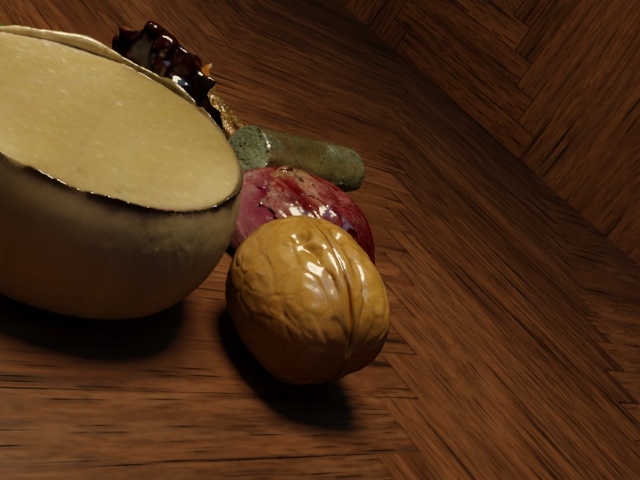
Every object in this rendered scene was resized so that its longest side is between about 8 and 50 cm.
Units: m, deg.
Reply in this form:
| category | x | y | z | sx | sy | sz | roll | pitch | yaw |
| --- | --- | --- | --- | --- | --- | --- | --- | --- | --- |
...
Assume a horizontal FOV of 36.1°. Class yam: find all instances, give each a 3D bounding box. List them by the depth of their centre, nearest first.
| category | x | y | z | sx | sy | sz | roll | pitch | yaw |
| --- | --- | --- | --- | --- | --- | --- | --- | --- | --- |
| yam | -0.039 | -0.113 | 1.491 | 0.106 | 0.106 | 0.259 | 46 | 21 | 29 |

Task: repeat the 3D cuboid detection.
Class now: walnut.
| category | x | y | z | sx | sy | sz | roll | pitch | yaw |
| --- | --- | --- | --- | --- | --- | --- | --- | --- | --- |
| walnut | -0.016 | 0.060 | 1.040 | 0.165 | 0.165 | 0.197 | 20 | 32 | -36 |

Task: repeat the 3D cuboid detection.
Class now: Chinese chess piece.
| category | x | y | z | sx | sy | sz | roll | pitch | yaw |
| --- | --- | --- | --- | --- | --- | --- | --- | --- | --- |
| Chinese chess piece | -0.239 | -0.072 | 0.953 | 0.338 | 0.141 | 0.338 | 24 | 28 | -13 |

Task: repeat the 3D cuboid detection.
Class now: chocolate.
| category | x | y | z | sx | sy | sz | roll | pitch | yaw |
| --- | --- | --- | --- | --- | --- | --- | --- | --- | --- |
| chocolate | -0.204 | -0.183 | 1.190 | 0.224 | 0.177 | 0.206 | 24 | 30 | -5 |

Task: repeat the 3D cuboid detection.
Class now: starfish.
| category | x | y | z | sx | sy | sz | roll | pitch | yaw |
| --- | --- | --- | --- | --- | --- | --- | --- | --- | --- |
| starfish | -0.159 | -0.213 | 1.617 | 0.247 | 0.050 | 0.138 | 51 | 23 | 21 |

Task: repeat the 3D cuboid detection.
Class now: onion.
| category | x | y | z | sx | sy | sz | roll | pitch | yaw |
| --- | --- | --- | --- | --- | --- | --- | --- | --- | --- |
| onion | 0.000 | 0.000 | 1.266 | 0.227 | 0.120 | 0.283 | -1 | 40 | -52 |

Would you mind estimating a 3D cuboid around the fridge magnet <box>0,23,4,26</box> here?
| category | x | y | z | sx | sy | sz | roll | pitch | yaw |
| --- | --- | --- | --- | --- | --- | --- | --- | --- | --- |
| fridge magnet | -0.414 | -0.206 | 1.105 | 0.208 | 0.088 | 0.208 | 34 | 21 | -15 |
